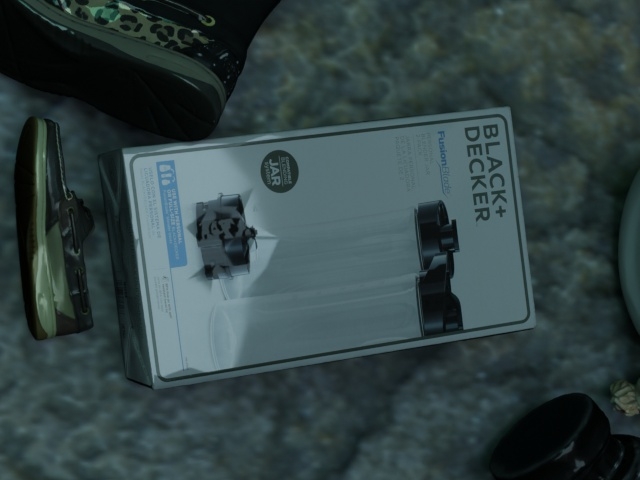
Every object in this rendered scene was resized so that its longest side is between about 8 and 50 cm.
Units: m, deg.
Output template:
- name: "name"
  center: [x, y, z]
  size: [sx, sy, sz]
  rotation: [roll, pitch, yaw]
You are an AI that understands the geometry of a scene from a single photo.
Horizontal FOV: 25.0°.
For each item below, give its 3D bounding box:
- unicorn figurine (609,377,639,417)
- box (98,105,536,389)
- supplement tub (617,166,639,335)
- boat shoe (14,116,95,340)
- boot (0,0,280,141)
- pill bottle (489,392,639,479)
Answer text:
- name: "unicorn figurine"
  center: [0.303, 0.137, 1.135]
  size: [0.162, 0.111, 0.060]
  rotation: [27, 90, -2]
- name: "box"
  center: [0.000, 0.000, 1.029]
  size: [0.290, 0.087, 0.169]
  rotation: [-7, 91, -20]
- name: "supplement tub"
  center: [0.410, 0.007, 1.118]
  size: [0.316, 0.193, 0.193]
  rotation: [-2, 90, -19]
- name: "boat shoe"
  center: [-0.180, -0.009, 0.987]
  size: [0.049, 0.056, 0.152]
  rotation: [-4, 100, -24]
- name: "boot"
  center: [-0.139, -0.180, 0.989]
  size: [0.236, 0.085, 0.178]
  rotation: [26, 55, 8]
- name: "pill bottle"
  center: [0.228, 0.226, 1.087]
  size: [0.123, 0.123, 0.219]
  rotation: [-42, 102, -15]
